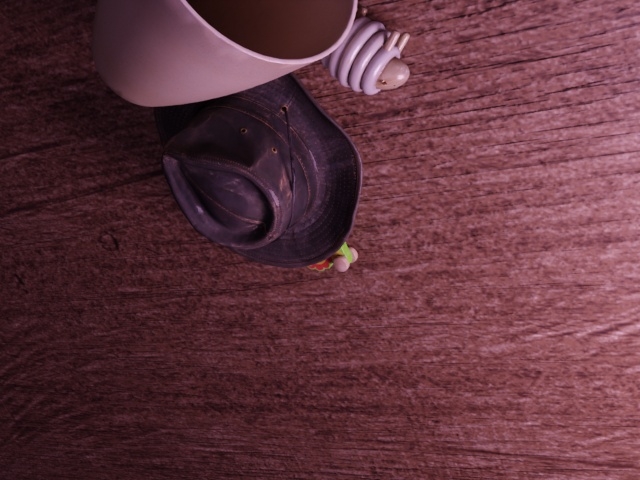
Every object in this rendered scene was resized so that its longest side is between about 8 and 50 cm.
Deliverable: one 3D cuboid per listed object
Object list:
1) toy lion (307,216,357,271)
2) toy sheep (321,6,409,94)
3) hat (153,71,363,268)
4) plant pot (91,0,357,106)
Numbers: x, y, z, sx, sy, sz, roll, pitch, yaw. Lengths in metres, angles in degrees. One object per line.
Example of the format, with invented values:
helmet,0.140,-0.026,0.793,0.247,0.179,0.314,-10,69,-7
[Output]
toy lion,0.000,0.000,1.223,0.096,0.034,0.100,11,128,30
toy sheep,0.045,-0.217,1.004,0.132,0.091,0.091,36,134,18
hat,-0.117,-0.081,1.135,0.331,0.134,0.331,17,126,24
plant pot,-0.144,-0.260,0.980,0.256,0.256,0.274,51,140,-14
